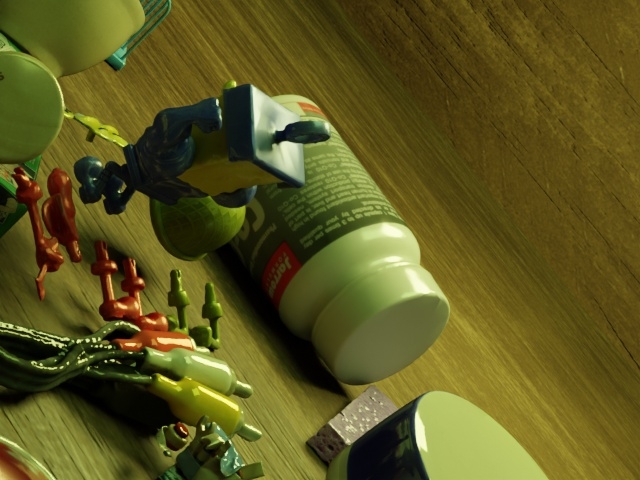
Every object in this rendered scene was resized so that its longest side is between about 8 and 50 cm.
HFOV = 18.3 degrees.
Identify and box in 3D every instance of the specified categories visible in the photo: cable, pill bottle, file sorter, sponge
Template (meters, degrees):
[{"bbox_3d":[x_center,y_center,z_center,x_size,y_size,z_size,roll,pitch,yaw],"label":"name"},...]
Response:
[{"bbox_3d":[-0.164,0.082,1.507,0.287,0.072,0.139,29,17,-50],"label":"cable"},{"bbox_3d":[0.000,0.000,2.032,0.161,0.161,0.283,25,25,-56],"label":"pill bottle"},{"bbox_3d":[-0.237,-0.293,2.270,0.118,0.104,0.170,42,14,-19],"label":"file sorter"},{"bbox_3d":[0.060,0.205,1.904,0.117,0.031,0.210,47,14,5],"label":"sponge"}]

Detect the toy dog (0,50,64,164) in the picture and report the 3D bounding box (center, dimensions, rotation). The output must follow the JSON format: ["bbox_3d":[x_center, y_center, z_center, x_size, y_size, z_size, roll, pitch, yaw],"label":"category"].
[{"bbox_3d":[-0.342,-0.157,1.429,0.334,0.161,0.220,48,-21,1],"label":"toy dog"}]

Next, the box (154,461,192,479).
[{"bbox_3d":[-0.079,0.205,1.504,0.094,0.027,0.137,48,14,3],"label":"box"}]

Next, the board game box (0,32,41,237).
[{"bbox_3d":[-0.327,-0.140,1.698,0.213,0.046,0.317,41,15,-17],"label":"board game box"}]

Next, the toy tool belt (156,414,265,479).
[{"bbox_3d":[-0.078,0.157,1.473,0.083,0.051,0.052,51,15,26],"label":"toy tool belt"}]

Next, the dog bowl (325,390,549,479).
[{"bbox_3d":[0.128,0.264,1.716,0.265,0.104,0.265,43,22,-22],"label":"dog bowl"}]

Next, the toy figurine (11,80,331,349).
[{"bbox_3d":[-0.077,-0.037,1.645,0.362,0.217,0.191,30,46,-63],"label":"toy figurine"}]

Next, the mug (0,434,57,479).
[{"bbox_3d":[-0.199,0.181,0.924,0.113,0.169,0.150,46,13,-4],"label":"mug"}]

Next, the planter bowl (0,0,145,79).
[{"bbox_3d":[-0.266,-0.219,1.906,0.162,0.109,0.162,33,-18,12],"label":"planter bowl"}]
